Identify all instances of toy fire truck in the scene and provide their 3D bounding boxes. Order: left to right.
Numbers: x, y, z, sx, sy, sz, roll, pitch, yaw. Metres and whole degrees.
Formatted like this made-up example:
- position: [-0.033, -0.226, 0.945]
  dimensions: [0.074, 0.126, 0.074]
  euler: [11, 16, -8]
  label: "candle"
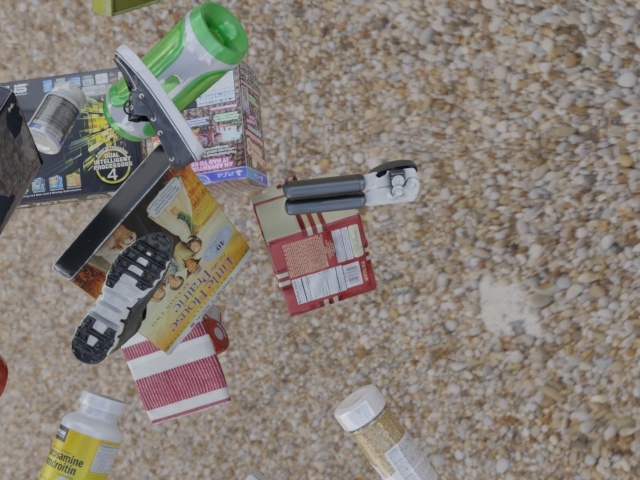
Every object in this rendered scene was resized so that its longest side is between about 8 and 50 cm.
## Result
- position: [-0.382, 0.200, 2.011]
  dimensions: [0.169, 0.302, 0.254]
  euler: [-32, 34, 18]
  label: "toy fire truck"

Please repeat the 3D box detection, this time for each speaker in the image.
- position: [-0.267, -0.299, 1.346]
  dimensions: [0.297, 0.131, 0.131]
  euler: [-31, 80, 33]
  label: "speaker"

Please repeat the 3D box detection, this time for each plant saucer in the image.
- position: [-0.454, -0.612, 1.799]
  dimensions: [0.045, 0.188, 0.188]
  euler: [64, 160, 6]
  label: "plant saucer"

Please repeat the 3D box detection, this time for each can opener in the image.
- position: [0.064, -0.102, 1.493]
  dimensions: [0.280, 0.093, 0.074]
  euler: [-9, 117, -8]
  label: "can opener"

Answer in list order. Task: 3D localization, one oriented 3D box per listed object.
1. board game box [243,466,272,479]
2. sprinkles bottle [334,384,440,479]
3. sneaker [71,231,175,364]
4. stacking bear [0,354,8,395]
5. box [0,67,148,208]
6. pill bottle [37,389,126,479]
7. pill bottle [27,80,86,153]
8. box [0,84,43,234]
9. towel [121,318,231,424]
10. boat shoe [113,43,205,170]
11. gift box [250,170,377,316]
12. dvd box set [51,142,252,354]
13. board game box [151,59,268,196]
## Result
- position: [-0.010, 0.473, 1.111]
  dimensions: [0.303, 0.224, 0.097]
  euler: [35, 78, 6]
  label: "board game box"
- position: [0.179, 0.514, 1.754]
  dimensions: [0.121, 0.121, 0.355]
  euler: [-33, 95, 33]
  label: "sprinkles bottle"
- position: [-0.307, 0.090, 1.187]
  dimensions: [0.078, 0.106, 0.234]
  euler: [31, 83, 5]
  label: "sneaker"
- position: [-0.558, 0.119, 0.964]
  dimensions: [0.164, 0.175, 0.289]
  euler: [8, 135, 45]
  label: "stacking bear"
- position: [-0.647, -0.257, 1.897]
  dimensions: [0.395, 0.097, 0.318]
  euler: [-6, 84, 2]
  label: "box"
- position: [-0.384, 0.343, 1.208]
  dimensions: [0.103, 0.103, 0.184]
  euler: [10, 75, 32]
  label: "pill bottle"
- position: [-0.532, -0.249, 1.494]
  dimensions: [0.078, 0.078, 0.137]
  euler: [0, 57, 34]
  label: "pill bottle"
- position: [-0.667, -0.175, 1.256]
  dimensions: [0.294, 0.296, 0.182]
  euler: [22, 70, -3]
  label: "box"
- position: [-0.361, 0.255, 1.765]
  dimensions: [0.237, 0.037, 0.329]
  euler: [-20, 90, 22]
  label: "towel"
- position: [-0.285, -0.216, 1.237]
  dimensions: [0.076, 0.080, 0.228]
  euler: [-36, 96, -10]
  label: "boat shoe"
- position: [0.000, 0.000, 1.773]
  dimensions: [0.258, 0.276, 0.255]
  euler: [-116, 14, -57]
  label: "gift box"
- position: [-0.314, 0.037, 1.507]
  dimensions: [0.062, 0.420, 0.307]
  euler: [31, 74, 27]
  label: "dvd box set"
- position: [-0.265, -0.258, 1.756]
  dimensions: [0.232, 0.141, 0.290]
  euler: [-7, 83, 16]
  label: "board game box"
